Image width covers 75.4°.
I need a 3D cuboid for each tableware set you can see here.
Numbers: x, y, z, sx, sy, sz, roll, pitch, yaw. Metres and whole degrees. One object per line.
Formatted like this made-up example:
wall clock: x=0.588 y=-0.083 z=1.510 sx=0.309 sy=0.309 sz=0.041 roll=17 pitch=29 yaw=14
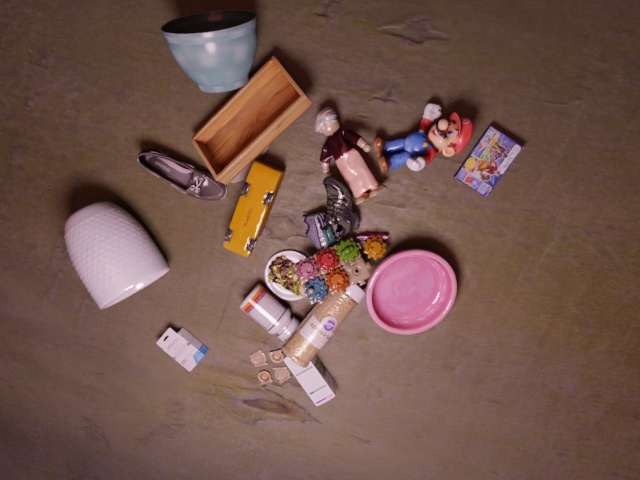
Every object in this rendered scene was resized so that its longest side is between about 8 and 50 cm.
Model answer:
tableware set: x=-0.205 y=0.516 z=1.690 sx=0.140 sy=0.020 sz=0.169 roll=-15 pitch=101 yaw=9

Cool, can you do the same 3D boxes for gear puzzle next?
gear puzzle: x=0.085 y=0.088 z=1.452 sx=0.338 sy=0.044 sz=0.176 roll=-25 pitch=80 yaw=-5

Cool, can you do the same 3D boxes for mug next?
mug: x=-0.788 y=0.055 z=1.541 sx=0.374 sy=0.276 sz=0.328 roll=-30 pitch=93 yaw=42

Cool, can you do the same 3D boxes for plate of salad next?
plate of salad: x=-0.118 y=0.138 z=1.578 sx=0.199 sy=0.048 sz=0.200 roll=2 pitch=104 yaw=6

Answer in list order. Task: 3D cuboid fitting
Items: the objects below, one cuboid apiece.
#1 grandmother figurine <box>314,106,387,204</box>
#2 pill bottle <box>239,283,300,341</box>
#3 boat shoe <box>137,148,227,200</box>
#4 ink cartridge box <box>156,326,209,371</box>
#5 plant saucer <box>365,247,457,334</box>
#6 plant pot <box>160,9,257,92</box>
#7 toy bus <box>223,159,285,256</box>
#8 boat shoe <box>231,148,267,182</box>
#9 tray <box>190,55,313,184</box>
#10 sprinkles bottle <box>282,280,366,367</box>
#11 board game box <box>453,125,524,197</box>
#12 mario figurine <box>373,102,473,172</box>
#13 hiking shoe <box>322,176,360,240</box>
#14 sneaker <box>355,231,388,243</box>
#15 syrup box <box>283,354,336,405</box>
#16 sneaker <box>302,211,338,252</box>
grandmother figurine: x=0.082 y=-0.297 z=1.432 sx=0.207 sy=0.104 sz=0.343 roll=-26 pitch=97 yaw=26
pill bottle: x=-0.191 y=0.278 z=1.581 sx=0.221 sy=0.121 sz=0.121 roll=41 pitch=104 yaw=-5
boat shoe: x=-0.508 y=-0.231 z=1.509 sx=0.335 sy=0.095 sz=0.112 roll=26 pitch=104 yaw=0
ink cartridge box: x=-0.561 y=0.432 z=1.687 sx=0.180 sy=0.060 sz=0.104 roll=42 pitch=104 yaw=-5
plant saucer: x=0.320 y=0.177 z=1.493 sx=0.331 sy=0.084 sz=0.333 roll=-3 pitch=110 yaw=-7
plant pot: x=-0.334 y=-0.600 z=1.331 sx=0.292 sy=0.293 sz=0.196 roll=0 pitch=130 yaw=6
toy bus: x=-0.239 y=-0.115 z=1.489 sx=0.108 sy=0.130 sz=0.333 roll=23 pitch=104 yaw=0
boat shoe: x=-0.268 y=-0.298 z=1.494 sx=0.206 sy=0.075 sz=0.065 roll=-47 pitch=63 yaw=15
tray: x=-0.241 y=-0.404 z=1.416 sx=0.411 sy=0.076 sz=0.203 roll=-40 pitch=71 yaw=14
sprinkles bottle: x=0.014 y=0.291 z=1.516 sx=0.121 sy=0.121 sz=0.355 roll=40 pitch=88 yaw=-4
board game box: x=0.572 y=-0.267 z=1.416 sx=0.136 sy=0.035 sz=0.201 roll=33 pitch=104 yaw=-2
mario figurine: x=0.336 y=-0.341 z=1.358 sx=0.320 sy=0.170 sz=0.198 roll=-16 pitch=99 yaw=11
hiking shoe: x=0.055 y=-0.110 z=1.443 sx=0.114 sy=0.086 sz=0.227 roll=-38 pitch=114 yaw=-23
sneaker: x=0.189 y=0.002 z=1.519 sx=0.119 sy=0.047 sz=0.057 roll=3 pitch=115 yaw=7
syrup box: x=-0.039 y=0.521 z=1.635 sx=0.096 sy=0.093 sz=0.237 roll=-32 pitch=98 yaw=11
sneaker: x=0.000 y=0.000 z=1.534 sx=0.098 sy=0.083 sz=0.224 roll=2 pitch=114 yaw=39
